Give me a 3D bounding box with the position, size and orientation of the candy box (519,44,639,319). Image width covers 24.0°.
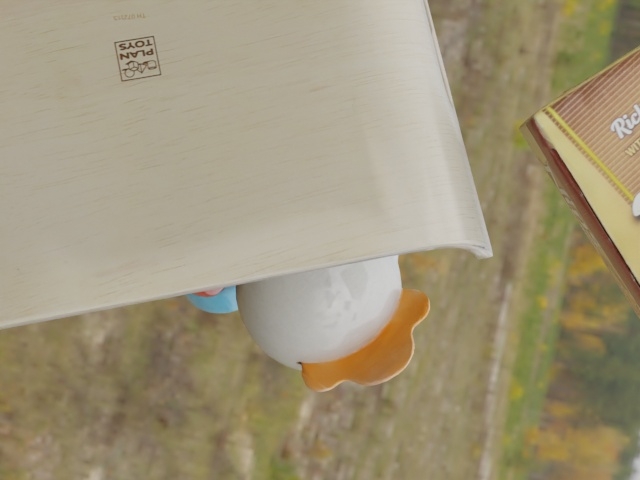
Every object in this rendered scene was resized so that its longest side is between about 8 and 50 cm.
[{"bbox_3d":[0.291,-0.073,0.824,0.183,0.316,0.087,58,3,2],"label":"candy box"}]

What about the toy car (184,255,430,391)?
[{"bbox_3d":[0.000,0.000,1.043,0.210,0.238,0.219,-36,152,-11],"label":"toy car"}]

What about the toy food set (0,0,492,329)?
[{"bbox_3d":[-0.086,-0.070,0.726,0.092,0.306,0.220,106,-28,-76],"label":"toy food set"}]
